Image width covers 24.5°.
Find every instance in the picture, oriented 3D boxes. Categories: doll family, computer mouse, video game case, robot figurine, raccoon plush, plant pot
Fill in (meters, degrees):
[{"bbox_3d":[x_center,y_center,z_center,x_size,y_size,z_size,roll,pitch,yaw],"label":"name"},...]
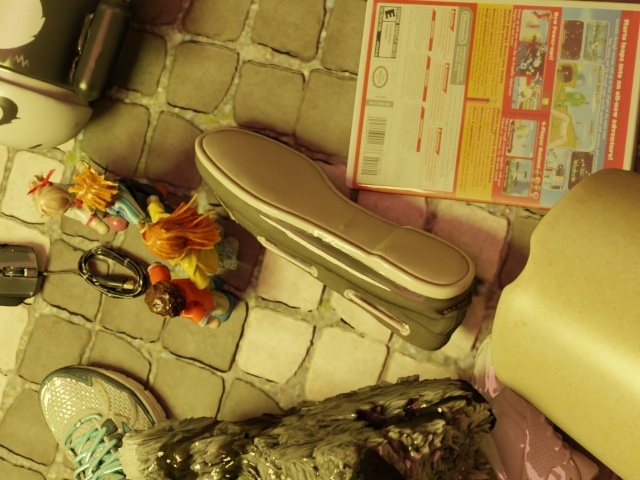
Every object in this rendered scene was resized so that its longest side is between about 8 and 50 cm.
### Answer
[{"bbox_3d":[-0.180,-0.022,1.501,0.263,0.163,0.118,38,100,19],"label":"doll family"},{"bbox_3d":[-0.303,0.038,1.612,0.242,0.041,0.071,0,86,20],"label":"computer mouse"},{"bbox_3d":[0.171,-0.137,1.447,0.285,0.025,0.204,7,89,22],"label":"video game case"},{"bbox_3d":[-0.299,-0.234,1.551,0.174,0.209,0.278,17,94,-15],"label":"robot figurine"},{"bbox_3d":[0.037,0.296,1.362,0.446,0.216,0.299,-5,104,50],"label":"raccoon plush"},{"bbox_3d":[0.326,0.096,1.240,0.305,0.334,0.334,30,98,30],"label":"plant pot"}]

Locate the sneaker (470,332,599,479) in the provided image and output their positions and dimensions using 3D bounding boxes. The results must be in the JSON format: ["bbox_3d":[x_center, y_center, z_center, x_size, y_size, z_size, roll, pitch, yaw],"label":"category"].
[{"bbox_3d":[0.203,0.198,1.393,0.115,0.090,0.232,-7,93,14],"label":"sneaker"}]

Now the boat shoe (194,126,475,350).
[{"bbox_3d":[0.000,0.000,1.461,0.335,0.112,0.095,31,129,24],"label":"boat shoe"}]

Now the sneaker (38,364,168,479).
[{"bbox_3d":[-0.200,0.235,1.517,0.283,0.122,0.110,45,103,18],"label":"sneaker"}]
